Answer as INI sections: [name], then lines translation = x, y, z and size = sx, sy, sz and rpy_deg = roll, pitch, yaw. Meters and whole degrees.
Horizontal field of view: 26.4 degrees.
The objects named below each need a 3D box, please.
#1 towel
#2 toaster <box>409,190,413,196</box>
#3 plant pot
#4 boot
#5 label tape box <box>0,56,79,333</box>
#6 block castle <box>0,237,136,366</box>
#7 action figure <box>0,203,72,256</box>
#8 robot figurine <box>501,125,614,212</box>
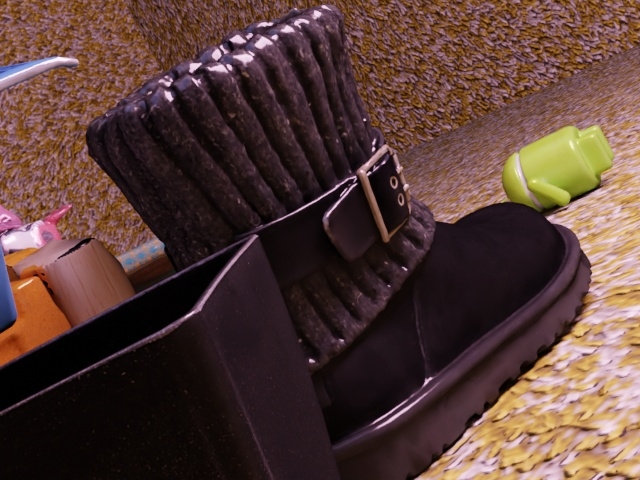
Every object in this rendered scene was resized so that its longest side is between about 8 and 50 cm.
[towel]
translation = -0.235, 0.051, 1.689
size = 0.370, 0.040, 0.271
rpy_deg = -26, -6, -6
[toaster]
translation = 0.000, 0.000, 1.574
size = 0.227, 0.129, 0.146
rpy_deg = -29, 0, 19
[plant pot]
translation = -0.074, 0.122, 0.480
size = 0.187, 0.167, 0.188
rpy_deg = -28, 4, 6
[boot]
translation = 0.031, -0.024, 0.837
size = 0.131, 0.260, 0.348
rpy_deg = -25, 6, 33
[label tape box]
translation = -0.253, 0.056, 0.494
size = 0.347, 0.115, 0.249
rpy_deg = -10, 21, 43
[block castle]
translation = -0.281, 0.195, 0.694
size = 0.303, 0.213, 0.453
rpy_deg = -9, 23, 39
[action figure]
translation = -0.410, 0.057, 1.472
size = 0.370, 0.276, 0.248
rpy_deg = -13, 54, 14
[robot figurine]
translation = 0.230, -0.069, 1.343
size = 0.115, 0.067, 0.101
rpy_deg = -26, 14, 24
